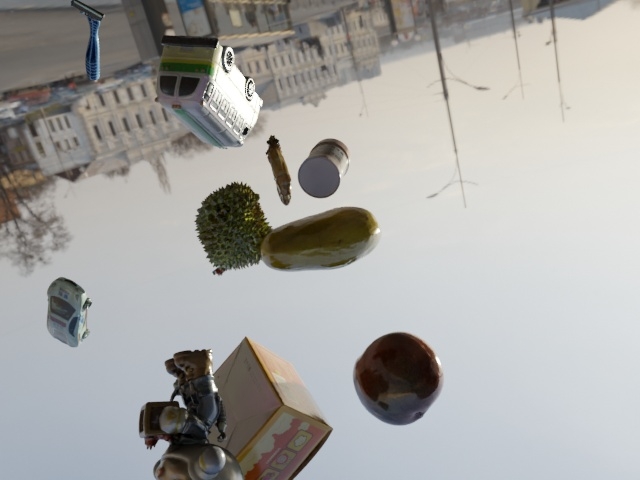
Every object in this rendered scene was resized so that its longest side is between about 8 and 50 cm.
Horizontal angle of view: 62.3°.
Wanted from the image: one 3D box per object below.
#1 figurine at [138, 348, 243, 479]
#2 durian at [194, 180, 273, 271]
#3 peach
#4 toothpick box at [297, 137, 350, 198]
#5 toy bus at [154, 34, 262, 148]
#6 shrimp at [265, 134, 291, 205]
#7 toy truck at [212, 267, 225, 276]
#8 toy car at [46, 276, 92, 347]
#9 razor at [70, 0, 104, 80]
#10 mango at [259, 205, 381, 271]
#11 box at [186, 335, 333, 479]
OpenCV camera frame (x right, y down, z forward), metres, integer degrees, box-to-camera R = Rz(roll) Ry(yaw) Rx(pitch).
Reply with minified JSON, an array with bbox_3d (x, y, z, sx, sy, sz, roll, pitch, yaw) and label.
[{"bbox_3d":[-0.257,0.416,1.052,0.186,0.382,0.261,-3,158,-24],"label":"figurine"},{"bbox_3d":[-0.233,-0.030,1.400,0.176,0.237,0.200,-22,-162,-34],"label":"durian"},{"bbox_3d":[0.215,0.387,1.472,0.252,0.253,0.252,-14,-163,4],"label":"peach"},{"bbox_3d":[0.011,-0.166,1.207,0.098,0.099,0.149,-10,-157,17],"label":"toothpick box"},{"bbox_3d":[-0.261,-0.339,1.275,0.143,0.179,0.305,8,171,14],"label":"toy bus"},{"bbox_3d":[-0.104,-0.172,1.286,0.043,0.184,0.091,-11,173,-15],"label":"shrimp"},{"bbox_3d":[-0.341,0.099,1.866,0.083,0.032,0.024,-39,176,-17],"label":"toy truck"},{"bbox_3d":[-0.571,0.164,1.190,0.095,0.205,0.056,28,-139,3],"label":"toy car"},{"bbox_3d":[-0.584,-0.504,1.357,0.253,0.081,0.042,-53,-167,57],"label":"razor"},{"bbox_3d":[-0.001,0.000,1.263,0.331,0.143,0.195,-10,-176,-26],"label":"mango"},{"bbox_3d":[-0.161,0.456,1.367,0.260,0.213,0.283,-50,-144,4],"label":"box"}]
